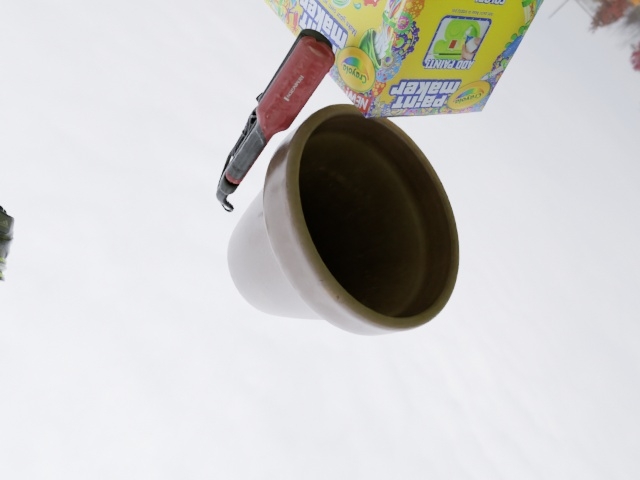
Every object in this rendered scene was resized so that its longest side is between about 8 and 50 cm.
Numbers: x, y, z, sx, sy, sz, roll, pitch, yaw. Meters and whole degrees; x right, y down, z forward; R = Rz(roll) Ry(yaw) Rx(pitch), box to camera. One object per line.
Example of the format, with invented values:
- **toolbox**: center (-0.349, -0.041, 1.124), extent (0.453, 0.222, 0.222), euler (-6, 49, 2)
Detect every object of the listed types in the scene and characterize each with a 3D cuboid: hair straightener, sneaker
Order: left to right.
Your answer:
- **sneaker**: center (-0.606, -0.017, 0.932), extent (0.111, 0.300, 0.121), euler (32, -103, -52)
- **hair straightener**: center (-0.057, -0.126, 0.590), extent (0.047, 0.230, 0.089), euler (24, -150, -16)

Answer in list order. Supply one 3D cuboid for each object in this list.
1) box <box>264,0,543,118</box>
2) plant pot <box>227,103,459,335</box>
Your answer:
- **box**: center (0.090, -0.330, 0.566), extent (0.177, 0.279, 0.290), euler (-11, -129, -31)
- **plant pot**: center (0.000, 0.000, 0.663), extent (0.263, 0.229, 0.263), euler (17, -117, -37)
